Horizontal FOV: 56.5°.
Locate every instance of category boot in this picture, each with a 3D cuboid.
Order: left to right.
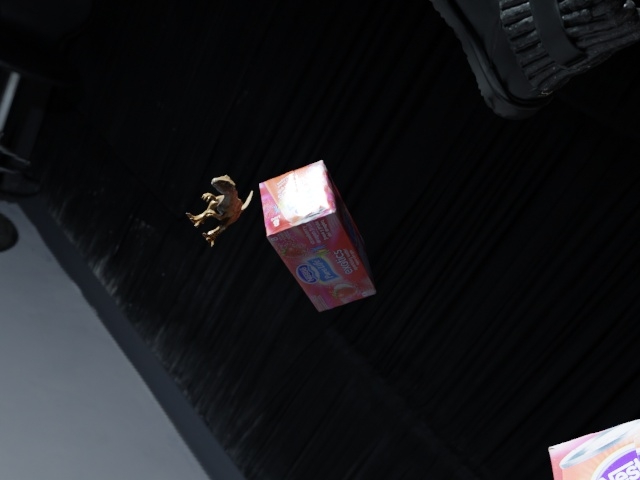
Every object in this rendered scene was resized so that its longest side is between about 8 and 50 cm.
[{"bbox_3d":[0.255,-0.345,0.722,0.348,0.131,0.260,65,-16,9],"label":"boot"}]

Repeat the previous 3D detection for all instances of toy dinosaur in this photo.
[{"bbox_3d":[-0.150,-0.047,0.971,0.064,0.112,0.211,52,-5,5],"label":"toy dinosaur"}]

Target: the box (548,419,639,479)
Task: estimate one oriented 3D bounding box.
[{"bbox_3d":[0.294,0.230,0.360,0.300,0.142,0.154,35,40,-23],"label":"box"}]

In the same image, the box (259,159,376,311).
[{"bbox_3d":[0.000,0.000,1.061,0.257,0.122,0.128,59,14,-49],"label":"box"}]
